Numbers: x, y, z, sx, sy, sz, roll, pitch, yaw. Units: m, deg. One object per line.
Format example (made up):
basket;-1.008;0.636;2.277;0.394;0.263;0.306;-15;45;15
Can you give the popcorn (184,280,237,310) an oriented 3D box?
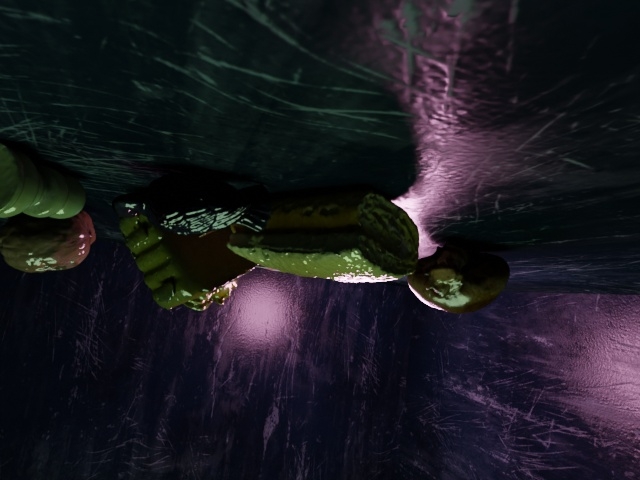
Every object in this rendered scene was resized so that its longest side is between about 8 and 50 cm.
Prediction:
popcorn;-0.418;0.068;1.378;0.321;0.289;0.325;13;142;-10

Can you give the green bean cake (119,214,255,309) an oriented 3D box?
green bean cake;-0.354;0.013;1.119;0.202;0.284;0.310;-26;178;31

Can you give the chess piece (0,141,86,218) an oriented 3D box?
chess piece;-0.592;-0.107;0.863;0.145;0.144;0.251;7;178;4

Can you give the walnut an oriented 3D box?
walnut;-0.888;-0.013;1.369;0.274;0.273;0.227;7;140;4

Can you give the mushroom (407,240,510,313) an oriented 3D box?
mushroom;0.381;0.106;1.187;0.263;0.195;0.283;7;174;42

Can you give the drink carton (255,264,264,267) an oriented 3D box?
drink carton;-0.129;0.078;1.755;0.315;0.106;0.131;3;169;38

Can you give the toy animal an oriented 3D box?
toy animal;-0.249;-0.065;0.822;0.299;0.122;0.185;3;171;19

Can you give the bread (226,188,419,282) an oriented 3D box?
bread;0.000;0.000;0.903;0.376;0.165;0.237;1;165;39
